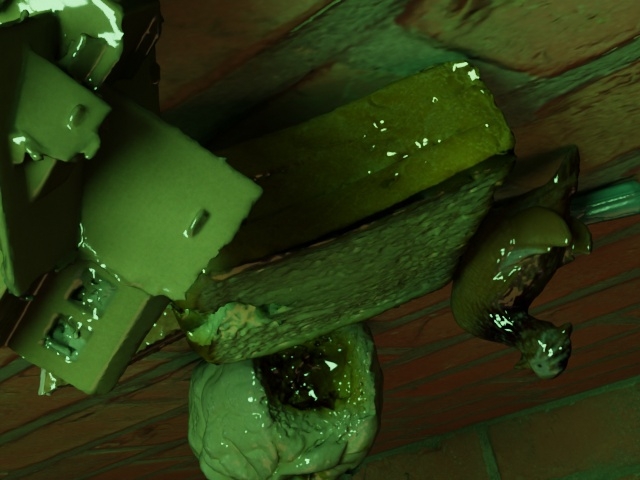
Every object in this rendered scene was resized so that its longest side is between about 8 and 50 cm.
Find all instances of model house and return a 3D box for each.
[{"bbox_3d":[-0.095,-0.072,0.452,0.248,0.176,0.181,-55,-177,23],"label":"model house"}]

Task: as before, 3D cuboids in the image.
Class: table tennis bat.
[{"bbox_3d":[0.226,-0.021,1.057,0.201,0.033,0.124,-14,165,15],"label":"table tennis bat"}]

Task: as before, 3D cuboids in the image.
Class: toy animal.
[{"bbox_3d":[0.187,0.015,0.921,0.089,0.179,0.188,7,128,-53],"label":"toy animal"}]

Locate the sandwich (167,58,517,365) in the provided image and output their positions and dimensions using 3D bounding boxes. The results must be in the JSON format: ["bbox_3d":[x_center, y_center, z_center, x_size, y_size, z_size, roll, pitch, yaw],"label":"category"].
[{"bbox_3d":[-0.001,-0.001,0.783,0.248,0.095,0.273,-22,163,-8],"label":"sandwich"}]

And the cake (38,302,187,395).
[{"bbox_3d":[-0.130,0.042,0.950,0.295,0.113,0.116,-19,172,-21],"label":"cake"}]

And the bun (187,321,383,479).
[{"bbox_3d":[-0.040,0.232,1.384,0.281,0.205,0.281,-11,165,-3],"label":"bun"}]
